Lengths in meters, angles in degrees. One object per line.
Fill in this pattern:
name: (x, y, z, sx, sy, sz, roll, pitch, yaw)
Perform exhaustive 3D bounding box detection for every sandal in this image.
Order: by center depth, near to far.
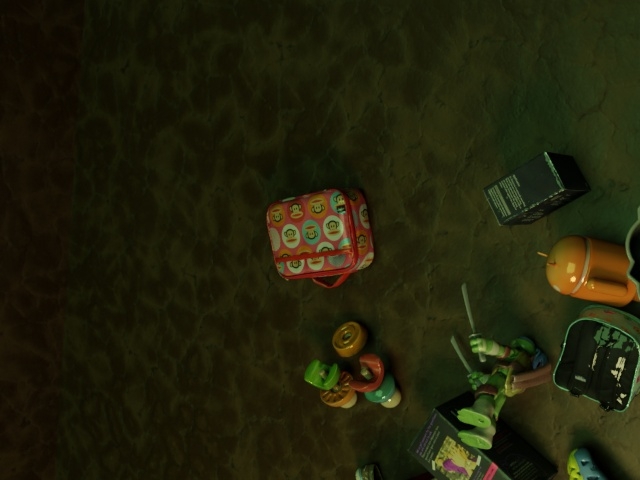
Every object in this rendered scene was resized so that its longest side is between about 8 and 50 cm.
sandal: (0.621, 0.570, 1.458, 0.138, 0.126, 0.317, -29, 69, 7)

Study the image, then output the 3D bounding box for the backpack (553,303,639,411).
backpack: (0.576, 0.224, 1.432, 0.166, 0.144, 0.188, 23, 130, 37)

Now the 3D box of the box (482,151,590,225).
box: (0.458, -0.107, 1.504, 0.158, 0.156, 0.093, -33, 72, 35)

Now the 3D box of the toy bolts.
toy bolts: (0.114, 0.346, 1.850, 0.229, 0.158, 0.218, 6, 56, 47)

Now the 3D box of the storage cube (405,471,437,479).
storage cube: (0.250, 0.667, 1.699, 0.193, 0.184, 0.214, -34, 72, 34)

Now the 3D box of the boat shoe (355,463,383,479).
boat shoe: (0.154, 0.672, 1.849, 0.066, 0.066, 0.183, -38, 70, 32)

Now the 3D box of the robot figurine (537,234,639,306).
robot figurine: (0.552, 0.060, 1.429, 0.128, 0.220, 0.158, 103, 180, -59)

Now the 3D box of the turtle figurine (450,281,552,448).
turtle figurine: (0.342, 0.295, 1.558, 0.275, 0.266, 0.197, 34, 143, 0)

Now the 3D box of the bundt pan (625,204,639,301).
bundt pan: (0.722, 0.037, 1.283, 0.331, 0.124, 0.330, -4, 79, 18)

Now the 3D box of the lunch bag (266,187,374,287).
lunch bag: (0.000, 0.000, 1.902, 0.293, 0.120, 0.258, -10, 91, 40)

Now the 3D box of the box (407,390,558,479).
box: (0.364, 0.498, 1.609, 0.270, 0.165, 0.143, 41, 118, 29)
